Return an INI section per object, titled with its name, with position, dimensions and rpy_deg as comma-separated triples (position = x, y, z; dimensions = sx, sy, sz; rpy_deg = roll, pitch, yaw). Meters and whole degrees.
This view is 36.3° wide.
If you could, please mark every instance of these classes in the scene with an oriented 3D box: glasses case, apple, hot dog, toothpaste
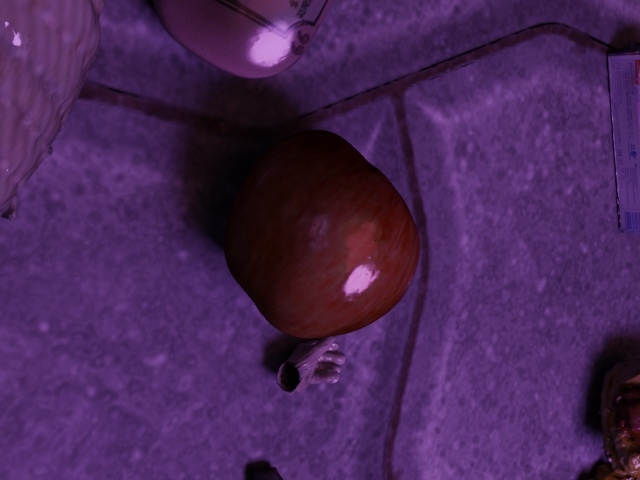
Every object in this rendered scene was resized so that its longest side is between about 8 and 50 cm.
[glasses case]
position = -0.010, -0.263, 0.674
dimensions = 0.122, 0.075, 0.314
rpy_deg = 27, 88, -20
[apple]
position = 0.000, 0.000, 0.709
dimensions = 0.131, 0.146, 0.146
rpy_deg = -44, 125, 2
[hot dog]
position = 0.383, 0.202, 1.058
dimensions = 0.213, 0.103, 0.146
rpy_deg = 16, 68, -41
[toothpaste]
position = 0.330, -0.102, 1.003
dimensions = 0.047, 0.040, 0.196
rpy_deg = -23, 112, -34

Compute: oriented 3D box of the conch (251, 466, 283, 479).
[conch]
position = -0.015, 0.304, 0.801
dimensions = 0.086, 0.080, 0.232
rpy_deg = -1, 99, -45

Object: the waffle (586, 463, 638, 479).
[waffle]
position = 0.318, 0.348, 1.083
dimensions = 0.149, 0.051, 0.194
rpy_deg = -33, 117, -26

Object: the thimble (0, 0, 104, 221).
[thimble]
position = -0.215, -0.110, 0.480
dimensions = 0.219, 0.219, 0.150
rpy_deg = 37, 76, -36

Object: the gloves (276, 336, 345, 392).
[gloves]
position = -0.009, 0.099, 0.787
dimensions = 0.081, 0.037, 0.044
rpy_deg = -5, 129, -47
